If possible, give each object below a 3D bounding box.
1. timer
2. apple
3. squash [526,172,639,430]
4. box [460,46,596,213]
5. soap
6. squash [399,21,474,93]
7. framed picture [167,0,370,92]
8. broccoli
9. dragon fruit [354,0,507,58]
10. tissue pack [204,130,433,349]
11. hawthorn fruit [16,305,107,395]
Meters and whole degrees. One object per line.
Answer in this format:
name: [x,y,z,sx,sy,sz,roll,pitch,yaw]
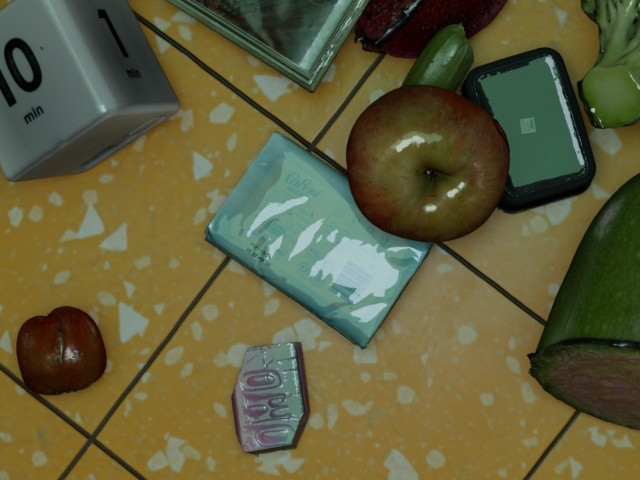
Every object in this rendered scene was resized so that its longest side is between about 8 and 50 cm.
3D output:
timer: [-0.333,-0.207,1.832,0.192,0.194,0.195,-30,86,24]
apple: [0.135,-0.097,1.761,0.209,0.164,0.210,-1,114,-2]
squash: [0.437,0.055,1.765,0.310,0.310,0.309,14,67,5]
box: [0.274,-0.146,1.851,0.144,0.090,0.201,-15,86,3]
soap: [-0.067,0.214,1.880,0.100,0.056,0.149,-7,86,7]
squash: [0.131,-0.180,1.847,0.069,0.069,0.239,31,113,6]
framed picture: [-0.067,-0.353,1.843,0.273,0.016,0.216,32,97,10]
broccoli: [0.427,-0.235,1.753,0.288,0.245,0.248,14,123,40]
dragon fruit: [0.152,-0.345,1.849,0.189,0.163,0.261,40,103,-22]
tissue pack: [0.000,0.000,1.869,0.263,0.089,0.177,34,87,8]
hawthorn fruit: [-0.348,0.149,1.880,0.128,0.128,0.128,0,87,5]
